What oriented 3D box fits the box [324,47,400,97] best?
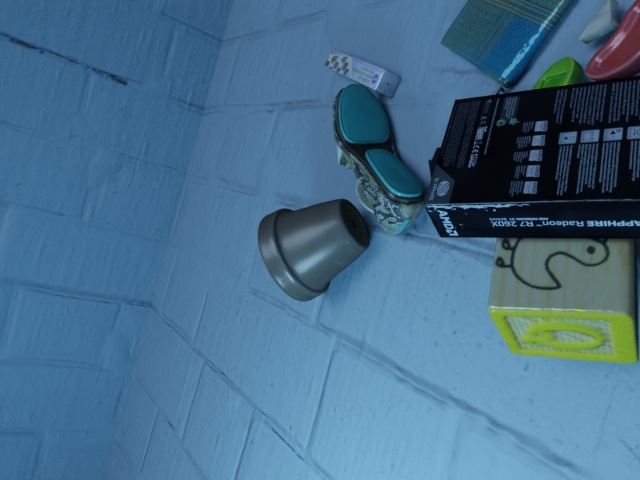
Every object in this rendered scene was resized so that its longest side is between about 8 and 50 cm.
[{"bbox_3d":[0.115,-0.496,1.627,0.324,0.067,0.063,47,117,52],"label":"box"}]

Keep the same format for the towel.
[{"bbox_3d":[0.444,-0.541,1.199,0.370,0.040,0.271,-56,40,24],"label":"towel"}]

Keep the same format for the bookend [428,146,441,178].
[{"bbox_3d":[0.290,-0.145,1.175,0.156,0.072,0.157,96,172,-65],"label":"bookend"}]

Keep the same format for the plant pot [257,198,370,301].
[{"bbox_3d":[0.000,0.000,1.482,0.229,0.263,0.263,-29,53,26],"label":"plant pot"}]

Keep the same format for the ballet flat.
[{"bbox_3d":[0.124,-0.204,1.448,0.182,0.164,0.482,109,150,-45],"label":"ballet flat"}]

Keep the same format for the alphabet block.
[{"bbox_3d":[0.379,0.060,0.851,0.192,0.193,0.197,-3,58,32],"label":"alphabet block"}]

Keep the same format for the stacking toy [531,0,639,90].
[{"bbox_3d":[0.506,-0.264,0.975,0.309,0.130,0.279,-55,12,32],"label":"stacking toy"}]

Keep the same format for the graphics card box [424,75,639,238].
[{"bbox_3d":[0.356,-0.117,0.796,0.371,0.094,0.232,1,56,32],"label":"graphics card box"}]

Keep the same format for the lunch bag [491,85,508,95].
[{"bbox_3d":[0.377,-0.282,1.185,0.071,0.053,0.083,-47,34,33],"label":"lunch bag"}]
